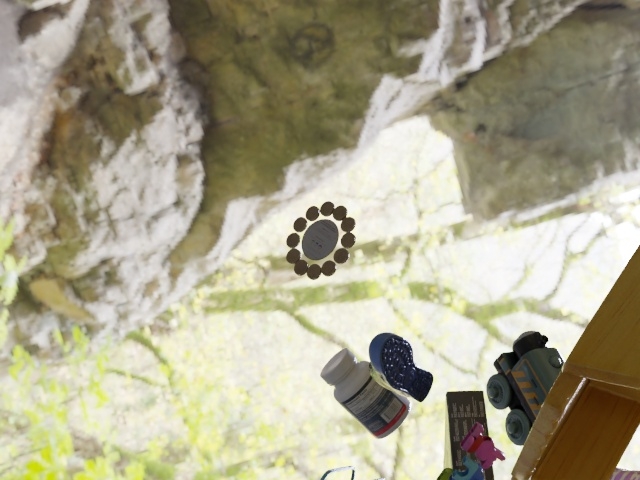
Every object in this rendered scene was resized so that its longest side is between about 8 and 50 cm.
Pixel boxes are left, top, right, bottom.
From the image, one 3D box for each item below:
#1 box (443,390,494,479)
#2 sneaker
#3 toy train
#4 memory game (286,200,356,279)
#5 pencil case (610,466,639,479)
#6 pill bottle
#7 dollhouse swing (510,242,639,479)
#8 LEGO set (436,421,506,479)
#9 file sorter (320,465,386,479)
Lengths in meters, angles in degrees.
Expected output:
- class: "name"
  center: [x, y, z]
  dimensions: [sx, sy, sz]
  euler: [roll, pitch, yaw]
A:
- class: "box"
  center: [0.274, 0.469, 1.803]
  dimensions: [0.307, 0.076, 0.242]
  euler: [-88, 175, -47]
- class: "sneaker"
  center: [0.114, 0.210, 1.672]
  dimensions: [0.081, 0.090, 0.232]
  euler: [-61, 147, -16]
- class: "toy train"
  center: [0.465, 0.343, 1.999]
  dimensions: [0.190, 0.142, 0.334]
  euler: [-61, -141, 40]
- class: "memory game"
  center: [0.000, 0.000, 2.170]
  dimensions: [0.012, 0.186, 0.186]
  euler: [33, 36, -49]
- class: "pencil case"
  center: [0.478, 0.394, 1.513]
  dimensions: [0.086, 0.088, 0.206]
  euler: [-70, -165, -13]
- class: "pill bottle"
  center: [0.089, 0.310, 2.020]
  dimensions: [0.180, 0.108, 0.108]
  euler: [45, 12, -9]
- class: "dollhouse swing"
  center: [0.470, 0.222, 1.271]
  dimensions: [0.305, 0.315, 0.347]
  euler: [31, -33, 18]
- class: "LEGO set"
  center: [0.226, 0.418, 1.573]
  dimensions: [0.093, 0.227, 0.087]
  euler: [33, 11, -3]
- class: "file sorter"
  center: [0.076, 0.315, 1.035]
  dimensions: [0.118, 0.170, 0.105]
  euler: [25, 82, -67]
